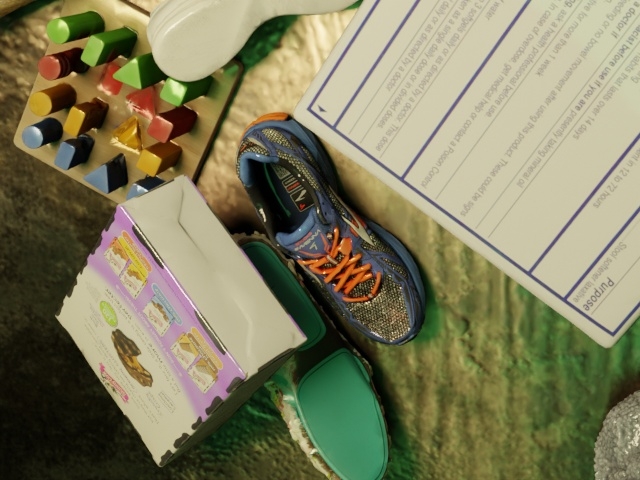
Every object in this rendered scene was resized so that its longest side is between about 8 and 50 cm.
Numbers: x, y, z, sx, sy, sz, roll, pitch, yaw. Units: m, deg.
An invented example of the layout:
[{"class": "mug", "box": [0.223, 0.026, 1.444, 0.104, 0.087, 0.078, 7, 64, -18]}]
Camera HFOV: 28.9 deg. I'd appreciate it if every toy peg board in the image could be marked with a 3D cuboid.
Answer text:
[{"class": "toy peg board", "box": [-0.174, -0.107, 1.026, 0.161, 0.079, 0.160, 29, 110, 7]}]

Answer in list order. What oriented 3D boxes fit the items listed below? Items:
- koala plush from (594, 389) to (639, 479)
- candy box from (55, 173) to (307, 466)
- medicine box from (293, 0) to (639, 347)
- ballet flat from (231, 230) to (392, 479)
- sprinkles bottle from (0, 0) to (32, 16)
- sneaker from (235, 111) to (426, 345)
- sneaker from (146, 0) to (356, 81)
[{"class": "koala plush", "box": [0.278, 0.221, 0.913, 0.196, 0.221, 0.203, -4, 104, 17]}, {"class": "candy box", "box": [-0.120, 0.070, 1.003, 0.165, 0.070, 0.196, 53, 142, 9]}, {"class": "medicine box", "box": [0.178, -0.123, 0.876, 0.289, 0.149, 0.263, 36, 116, 3]}, {"class": "ballet flat", "box": [-0.018, 0.101, 1.045, 0.091, 0.077, 0.241, -29, 92, -22]}, {"class": "sprinkles bottle", "box": [-0.164, -0.275, 0.954, 0.355, 0.121, 0.121, -20, 99, 20]}, {"class": "sneaker", "box": [0.000, 0.000, 1.002, 0.083, 0.087, 0.221, -40, 91, 22]}, {"class": "sneaker", "box": [-0.044, -0.210, 0.968, 0.212, 0.094, 0.080, -27, 130, 2]}]
